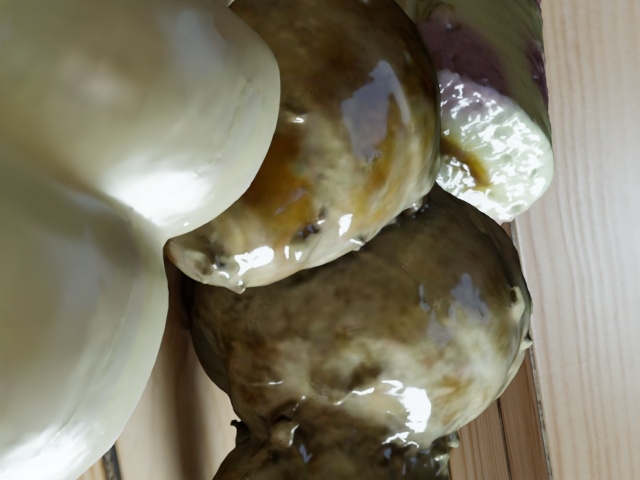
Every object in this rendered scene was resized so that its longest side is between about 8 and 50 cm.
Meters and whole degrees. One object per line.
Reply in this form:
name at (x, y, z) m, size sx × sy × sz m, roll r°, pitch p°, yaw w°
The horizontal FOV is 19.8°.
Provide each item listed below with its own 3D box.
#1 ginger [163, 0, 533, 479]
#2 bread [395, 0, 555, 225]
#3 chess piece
ginger at (0.000, 0.000, 0.903) m, size 0.256 × 0.176 × 0.375 m, roll -51°, pitch 134°, yaw -54°
bread at (0.049, -0.141, 1.152) m, size 0.155 × 0.187 × 0.338 m, roll 36°, pitch 37°, yaw -31°
chess piece at (-0.063, -0.069, 0.498) m, size 0.167 × 0.167 × 0.299 m, roll 44°, pitch 66°, yaw -72°
